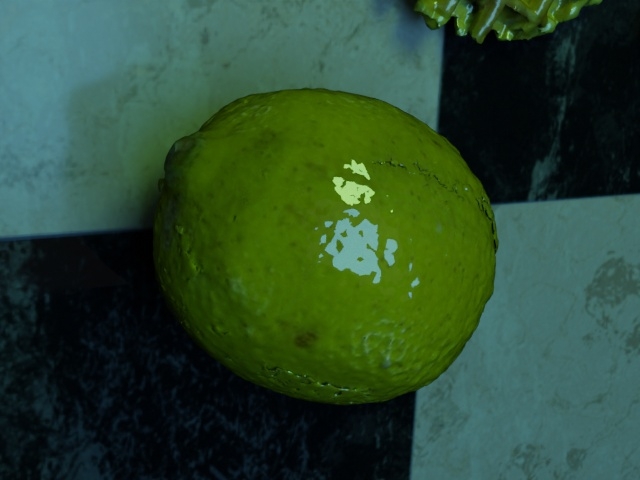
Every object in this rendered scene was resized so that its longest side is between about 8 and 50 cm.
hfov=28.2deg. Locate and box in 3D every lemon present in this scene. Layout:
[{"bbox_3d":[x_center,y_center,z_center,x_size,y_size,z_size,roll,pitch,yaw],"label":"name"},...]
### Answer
[{"bbox_3d":[0.000,0.000,1.027,0.310,0.258,0.257,24,93,-34],"label":"lemon"}]

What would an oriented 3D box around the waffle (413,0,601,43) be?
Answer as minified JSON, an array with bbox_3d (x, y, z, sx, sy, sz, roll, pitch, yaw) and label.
[{"bbox_3d":[0.184,-0.333,1.141,0.307,0.060,0.311,-15,111,-26],"label":"waffle"}]
